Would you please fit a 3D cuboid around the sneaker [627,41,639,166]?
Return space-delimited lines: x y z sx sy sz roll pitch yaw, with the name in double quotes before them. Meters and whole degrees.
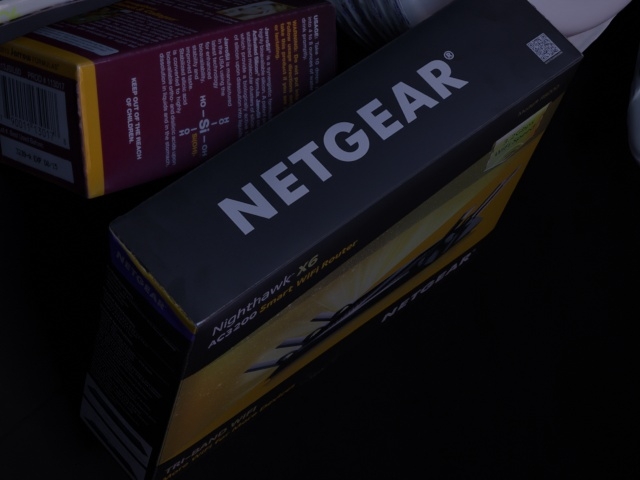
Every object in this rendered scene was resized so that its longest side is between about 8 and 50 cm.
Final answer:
"sneaker" 0.275 -0.194 1.415 0.123 0.106 0.290 27 75 -41

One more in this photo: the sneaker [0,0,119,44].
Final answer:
"sneaker" -0.163 -0.172 1.021 0.234 0.084 0.097 -30 122 -32

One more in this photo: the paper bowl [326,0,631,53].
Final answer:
"paper bowl" 0.129 -0.243 1.224 0.284 0.148 0.284 -15 113 -39

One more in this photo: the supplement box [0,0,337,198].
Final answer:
"supplement box" -0.092 -0.095 1.099 0.188 0.104 0.081 -19 117 -37

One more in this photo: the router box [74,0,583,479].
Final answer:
"router box" 0.000 0.000 1.140 0.309 0.081 0.243 -35 163 -26
